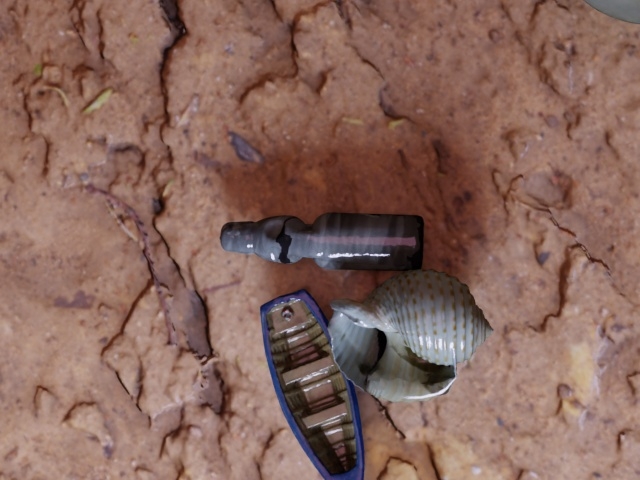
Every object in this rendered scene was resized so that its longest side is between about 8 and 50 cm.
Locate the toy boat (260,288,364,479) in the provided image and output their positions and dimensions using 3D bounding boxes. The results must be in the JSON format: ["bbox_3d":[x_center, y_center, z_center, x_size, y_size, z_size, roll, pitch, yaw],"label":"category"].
[{"bbox_3d":[0.000,0.164,1.598,0.080,0.046,0.229,-22,83,4],"label":"toy boat"}]

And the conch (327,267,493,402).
[{"bbox_3d":[0.095,0.094,1.566,0.153,0.102,0.135,4,98,29],"label":"conch"}]

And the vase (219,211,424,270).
[{"bbox_3d":[0.000,0.000,1.607,0.211,0.060,0.060,2,85,9],"label":"vase"}]

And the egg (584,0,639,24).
[{"bbox_3d":[0.314,-0.384,1.505,0.258,0.258,0.352,-3,89,7],"label":"egg"}]
